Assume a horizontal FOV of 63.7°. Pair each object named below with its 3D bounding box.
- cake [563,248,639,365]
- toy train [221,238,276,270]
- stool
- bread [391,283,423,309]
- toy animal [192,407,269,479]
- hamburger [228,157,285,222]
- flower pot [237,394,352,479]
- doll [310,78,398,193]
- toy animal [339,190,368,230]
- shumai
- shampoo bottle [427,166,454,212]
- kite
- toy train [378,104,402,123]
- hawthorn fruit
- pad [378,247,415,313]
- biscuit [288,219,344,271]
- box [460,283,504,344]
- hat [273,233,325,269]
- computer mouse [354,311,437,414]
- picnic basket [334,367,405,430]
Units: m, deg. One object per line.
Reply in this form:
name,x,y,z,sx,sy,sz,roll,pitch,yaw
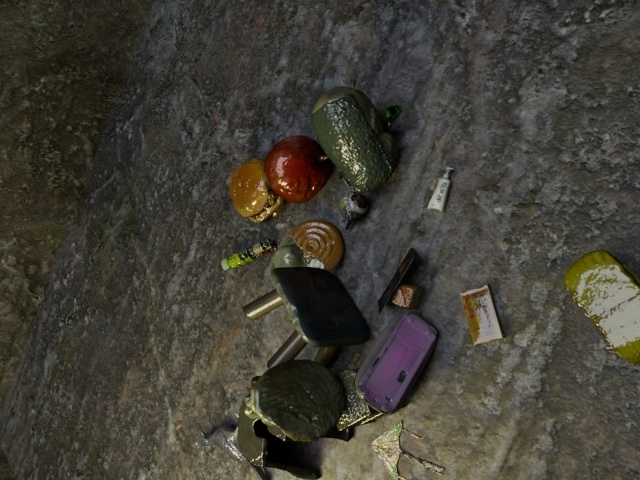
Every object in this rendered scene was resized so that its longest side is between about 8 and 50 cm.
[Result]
cake,0.689,0.147,1.185,0.156,0.179,0.261,-40,56,24
toy train,-0.282,0.055,2.028,0.249,0.085,0.053,-25,83,31
stool,-0.048,0.262,1.666,0.226,0.310,0.310,-50,53,27
bread,0.265,0.166,1.574,0.070,0.083,0.077,19,96,30
toy animal,-0.313,0.735,1.913,0.367,0.081,0.206,12,84,31
hamburger,-0.251,-0.196,2.004,0.244,0.163,0.245,-7,78,37
flower pot,-0.119,0.591,1.683,0.379,0.251,0.380,-9,76,39
doll,0.123,-0.332,1.674,0.247,0.247,0.350,-21,95,33
toy animal,0.115,-0.098,1.747,0.098,0.098,0.137,7,101,39
shumai,-0.077,0.463,1.489,0.204,0.271,0.222,117,177,-61
shampoo bottle,0.375,-0.159,1.589,0.049,0.034,0.141,18,90,45
kite,0.253,0.635,1.532,0.244,0.006,0.198,5,83,39
toy train,0.190,-0.393,1.777,0.209,0.042,0.044,-43,58,24
hawthorn fruit,-0.056,-0.267,1.838,0.271,0.242,0.242,-25,66,23
pad,0.232,0.122,1.590,0.003,0.143,0.211,30,100,0
biscuit,0.000,-0.001,1.813,0.144,0.033,0.224,-44,64,-7
box,0.455,0.209,1.454,0.089,0.022,0.156,-25,66,31
hat,-0.110,0.071,1.873,0.252,0.110,0.252,-8,76,36
computer mouse,0.219,0.348,1.484,0.158,0.072,0.310,35,63,6
picnic basket,0.131,0.460,1.546,0.134,0.196,0.154,-39,60,29
